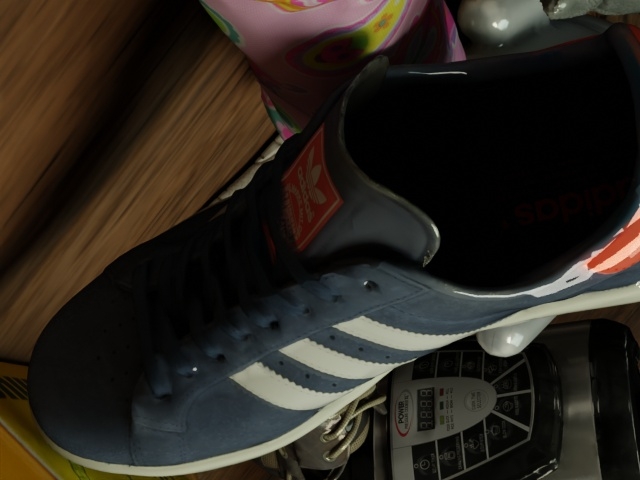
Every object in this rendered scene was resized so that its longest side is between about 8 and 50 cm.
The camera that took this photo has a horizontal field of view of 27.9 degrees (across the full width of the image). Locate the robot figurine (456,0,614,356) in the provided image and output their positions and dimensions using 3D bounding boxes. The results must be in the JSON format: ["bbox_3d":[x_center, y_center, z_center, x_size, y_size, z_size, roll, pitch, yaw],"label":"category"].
[{"bbox_3d":[0.155,-0.063,0.991,0.353,0.200,0.299,-31,127,-50],"label":"robot figurine"}]

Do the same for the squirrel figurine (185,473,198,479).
[{"bbox_3d":[-0.079,0.338,0.929,0.281,0.370,0.397,-45,164,-20],"label":"squirrel figurine"}]

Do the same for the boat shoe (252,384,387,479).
[{"bbox_3d":[-0.001,0.122,1.113,0.132,0.130,0.355,-45,164,-22],"label":"boat shoe"}]

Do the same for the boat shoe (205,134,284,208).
[{"bbox_3d":[-0.037,-0.003,0.828,0.183,0.066,0.066,-50,165,-3],"label":"boat shoe"}]

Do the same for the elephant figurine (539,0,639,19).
[{"bbox_3d":[0.230,-0.279,0.851,0.169,0.186,0.239,6,123,-20],"label":"elephant figurine"}]

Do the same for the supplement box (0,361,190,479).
[{"bbox_3d":[-0.216,0.257,0.684,0.356,0.195,0.194,-50,165,0],"label":"supplement box"}]

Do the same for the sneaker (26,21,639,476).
[{"bbox_3d":[0.000,0.000,0.547,0.350,0.131,0.148,-24,156,15],"label":"sneaker"}]

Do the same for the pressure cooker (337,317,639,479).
[{"bbox_3d":[0.175,0.294,1.472,0.421,0.375,0.370,-9,-178,17],"label":"pressure cooker"}]

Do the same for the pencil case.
[{"bbox_3d":[0.004,-0.112,0.600,0.124,0.124,0.284,-50,166,-4],"label":"pencil case"}]
